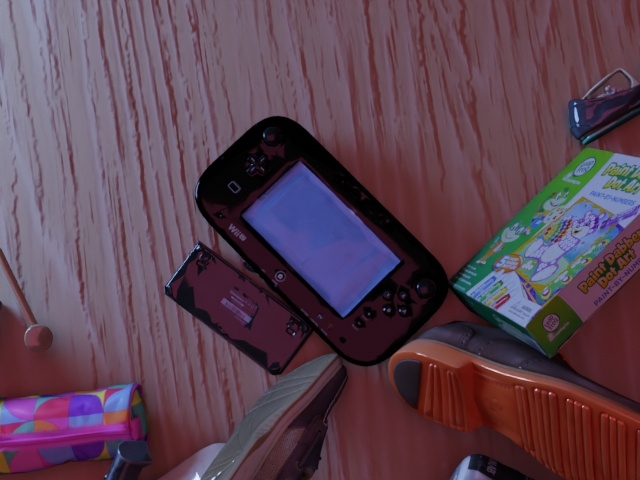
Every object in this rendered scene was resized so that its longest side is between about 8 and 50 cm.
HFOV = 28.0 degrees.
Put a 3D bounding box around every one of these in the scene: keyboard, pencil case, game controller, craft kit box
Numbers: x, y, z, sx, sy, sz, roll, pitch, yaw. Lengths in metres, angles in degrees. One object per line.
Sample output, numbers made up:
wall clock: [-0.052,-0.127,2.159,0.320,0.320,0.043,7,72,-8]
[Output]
keyboard: [-0.092,0.072,1.576,0.180,0.023,0.108,36,91,6]
pencil case: [-0.322,0.228,1.523,0.236,0.104,0.104,-8,82,0]
game controller: [0.000,0.000,1.552,0.319,0.067,0.166,45,71,8]
craft kit box: [0.284,0.004,1.459,0.247,0.250,0.061,-41,106,-5]

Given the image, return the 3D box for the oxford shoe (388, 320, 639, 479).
oxford shoe: [0.256,0.164,1.432,0.364,0.130,0.133,20,41,34]

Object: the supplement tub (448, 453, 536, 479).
supplement tub: [0.266,0.387,1.432,0.316,0.193,0.193,26,84,6]

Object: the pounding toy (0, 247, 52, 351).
pounding toy: [-0.422,0.097,1.553,0.206,0.094,0.181,20,78,-5]

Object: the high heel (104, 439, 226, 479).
high heel: [-0.149,0.332,1.533,0.261,0.093,0.186,15,121,-19]

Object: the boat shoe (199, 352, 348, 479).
boat shoe: [-0.045,0.239,1.469,0.092,0.103,0.285,53,43,-12]

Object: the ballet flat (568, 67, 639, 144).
ballet flat: [0.395,-0.187,1.573,0.203,0.074,0.074,-24,82,1]
